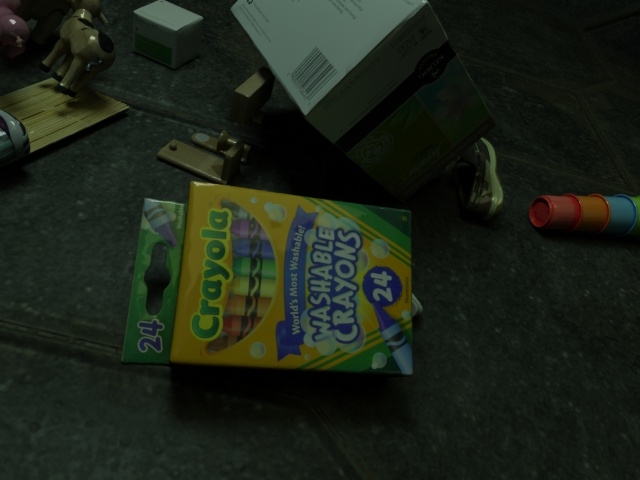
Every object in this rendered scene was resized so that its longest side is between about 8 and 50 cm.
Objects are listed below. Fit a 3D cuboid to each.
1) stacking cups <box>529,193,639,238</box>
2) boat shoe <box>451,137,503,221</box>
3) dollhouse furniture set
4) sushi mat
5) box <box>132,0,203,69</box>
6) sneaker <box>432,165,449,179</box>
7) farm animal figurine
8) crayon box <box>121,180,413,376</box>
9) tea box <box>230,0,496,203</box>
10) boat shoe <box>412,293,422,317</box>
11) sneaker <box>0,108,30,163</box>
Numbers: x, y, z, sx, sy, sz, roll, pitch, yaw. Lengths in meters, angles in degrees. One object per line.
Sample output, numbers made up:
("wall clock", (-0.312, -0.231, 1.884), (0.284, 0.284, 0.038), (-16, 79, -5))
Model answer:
("stacking cups", (0.559, -0.053, 1.010), (0.317, 0.096, 0.096), (3, 45, -14))
("boat shoe", (0.292, -0.132, 0.987), (0.074, 0.080, 0.223), (14, 47, -15))
("dollhouse furniture set", (-0.168, -0.204, 0.832), (0.123, 0.151, 0.144), (23, 40, 3))
("sushi mat", (-0.465, -0.179, 0.787), (0.152, 0.019, 0.316), (30, 43, 11))
("box", (-0.310, -0.420, 1.044), (0.101, 0.087, 0.102), (25, 42, 5))
("sneaker", (0.183, -0.169, 1.004), (0.144, 0.053, 0.059), (41, 48, 22))
("farm animal figurine", (-0.475, -0.408, 0.834), (0.330, 0.172, 0.326), (39, 5, -26))
("crayon box", (-0.054, 0.050, 0.604), (0.323, 0.083, 0.202), (6, 73, -14))
("tea box", (0.074, -0.291, 0.863), (0.324, 0.220, 0.328), (29, 25, -50))
("boat shoe", (0.110, 0.073, 0.746), (0.100, 0.035, 0.035), (45, 20, 29))
("sneaker", (-0.508, -0.164, 0.683), (0.224, 0.083, 0.098), (28, 47, 9))
